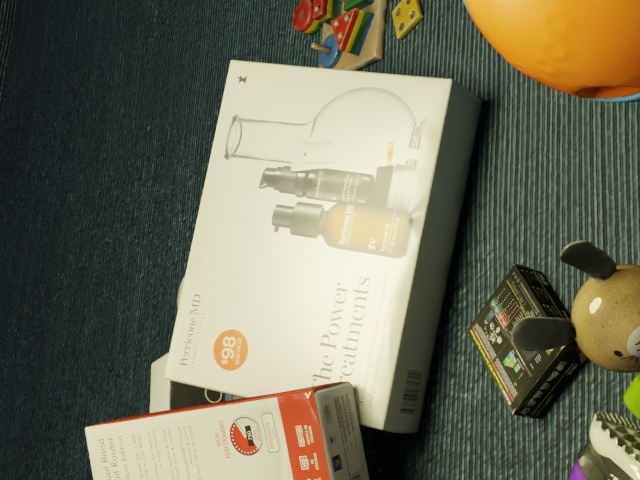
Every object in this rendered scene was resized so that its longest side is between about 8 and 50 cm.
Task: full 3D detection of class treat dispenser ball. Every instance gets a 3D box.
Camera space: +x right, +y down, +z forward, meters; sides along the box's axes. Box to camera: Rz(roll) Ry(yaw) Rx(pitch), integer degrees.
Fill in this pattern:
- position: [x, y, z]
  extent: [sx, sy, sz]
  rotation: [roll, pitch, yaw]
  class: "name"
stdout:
- position: [0.251, -0.259, 1.087]
  extent: [0.288, 0.288, 0.288]
  rotation: [-30, 54, 50]
  class: "treat dispenser ball"

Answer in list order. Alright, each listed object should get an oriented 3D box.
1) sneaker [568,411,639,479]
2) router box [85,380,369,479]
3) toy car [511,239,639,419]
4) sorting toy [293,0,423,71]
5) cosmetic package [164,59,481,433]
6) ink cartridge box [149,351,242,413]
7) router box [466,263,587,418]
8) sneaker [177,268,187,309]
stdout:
- position: [0.272, 0.270, 1.017]
  extent: [0.146, 0.102, 0.293]
  rotation: [-62, 26, 16]
  class: "sneaker"
- position: [-0.082, 0.336, 1.377]
  extent: [0.301, 0.082, 0.335]
  rotation: [-13, 85, 30]
  class: "router box"
- position: [0.252, 0.072, 1.023]
  extent: [0.155, 0.188, 0.149]
  rotation: [-62, 16, 19]
  class: "toy car"
- position: [0.034, -0.285, 1.681]
  extent: [0.274, 0.046, 0.132]
  rotation: [-16, 65, 55]
  class: "sorting toy"
- position: [0.000, 0.000, 1.454]
  extent: [0.284, 0.097, 0.377]
  rotation: [8, 85, 31]
  class: "cosmetic package"
- position: [-0.125, 0.308, 1.581]
  extent: [0.065, 0.165, 0.333]
  rotation: [-33, 52, 50]
  class: "ink cartridge box"
- position: [0.199, 0.097, 1.264]
  extent: [0.092, 0.038, 0.122]
  rotation: [-57, 35, 27]
  class: "router box"
- position: [-0.079, -0.048, 1.707]
  extent: [0.323, 0.130, 0.236]
  rotation: [-45, 35, 45]
  class: "sneaker"
